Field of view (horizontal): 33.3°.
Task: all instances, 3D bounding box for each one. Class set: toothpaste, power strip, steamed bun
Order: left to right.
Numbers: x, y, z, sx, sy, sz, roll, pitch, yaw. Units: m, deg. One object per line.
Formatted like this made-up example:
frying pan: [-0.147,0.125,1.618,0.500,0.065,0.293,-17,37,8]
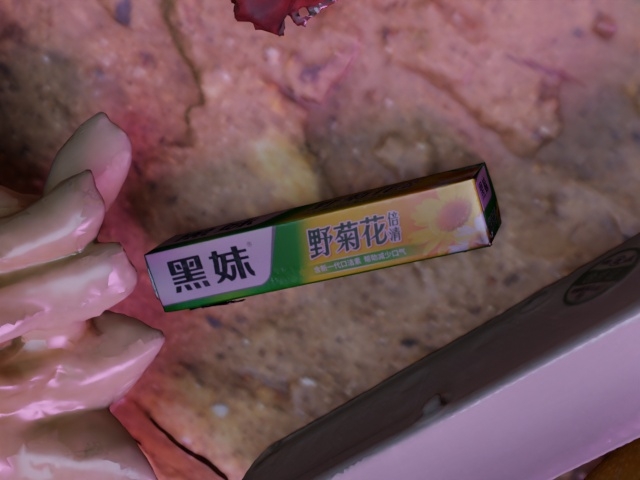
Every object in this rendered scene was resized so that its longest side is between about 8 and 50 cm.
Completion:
steamed bun: [-0.204,0.057,0.556,0.247,0.189,0.428,28,116,52]
toothpaste: [0.000,0.000,0.537,0.178,0.043,0.037,-12,104,21]
power strip: [0.111,0.063,0.500,0.385,0.091,0.062,-33,99,24]

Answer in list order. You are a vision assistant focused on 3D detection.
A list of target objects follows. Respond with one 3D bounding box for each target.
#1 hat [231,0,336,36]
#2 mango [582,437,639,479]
hat: [0.022,-0.188,0.390,0.107,0.236,0.286,67,147,31]
mango: [0.197,0.137,0.502,0.227,0.099,0.136,-35,103,33]
